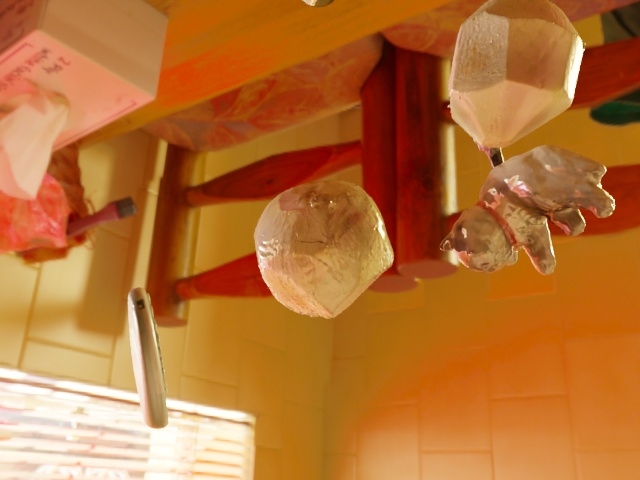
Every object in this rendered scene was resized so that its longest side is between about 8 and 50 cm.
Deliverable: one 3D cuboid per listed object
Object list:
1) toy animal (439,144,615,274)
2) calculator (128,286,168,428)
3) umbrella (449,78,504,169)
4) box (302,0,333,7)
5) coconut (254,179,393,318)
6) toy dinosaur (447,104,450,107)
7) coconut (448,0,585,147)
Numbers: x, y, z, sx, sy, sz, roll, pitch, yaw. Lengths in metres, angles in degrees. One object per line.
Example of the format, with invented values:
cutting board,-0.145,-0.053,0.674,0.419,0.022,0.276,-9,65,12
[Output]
toy animal,0.364,-0.045,1.174,0.188,0.266,0.308,-4,-167,-18
calculator,-0.285,0.204,1.048,0.042,0.184,0.295,-10,134,-19
umbrella,0.438,-0.312,1.687,0.118,0.339,0.118,-18,-177,1
box,0.059,-0.487,0.865,0.329,0.252,0.178,-32,-173,-16
coconut,0.000,0.000,1.391,0.297,0.297,0.254,-12,127,32
toy dinosaur,0.410,-0.316,1.430,0.212,0.057,0.142,-21,131,29
coconut,0.306,-0.259,1.020,0.198,0.236,0.237,9,159,6
